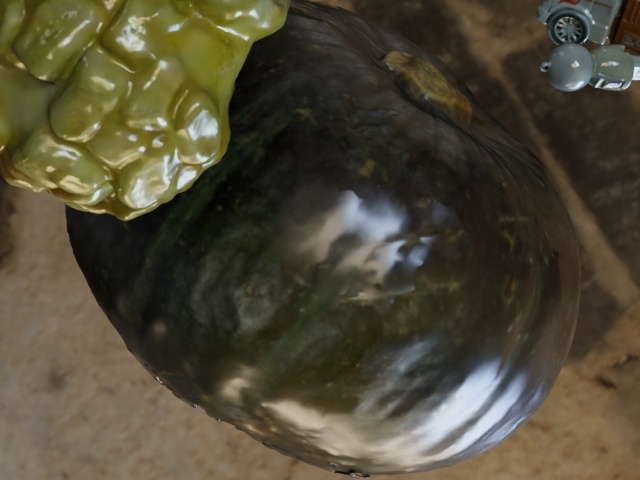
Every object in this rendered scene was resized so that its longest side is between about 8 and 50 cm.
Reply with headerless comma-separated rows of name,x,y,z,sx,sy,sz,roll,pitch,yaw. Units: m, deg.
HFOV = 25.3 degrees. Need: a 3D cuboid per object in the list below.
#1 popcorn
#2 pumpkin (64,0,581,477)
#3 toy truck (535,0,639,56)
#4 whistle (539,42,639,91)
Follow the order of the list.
popcorn,-0.137,-0.127,0.928,0.181,0.217,0.235,37,17,-36
pumpkin,0.000,0.000,1.187,0.454,0.344,0.454,34,16,-11
toy truck,0.441,-0.308,1.819,0.305,0.136,0.162,21,-51,12
whistle,0.201,-0.123,1.020,0.035,0.100,0.035,178,-90,-69
